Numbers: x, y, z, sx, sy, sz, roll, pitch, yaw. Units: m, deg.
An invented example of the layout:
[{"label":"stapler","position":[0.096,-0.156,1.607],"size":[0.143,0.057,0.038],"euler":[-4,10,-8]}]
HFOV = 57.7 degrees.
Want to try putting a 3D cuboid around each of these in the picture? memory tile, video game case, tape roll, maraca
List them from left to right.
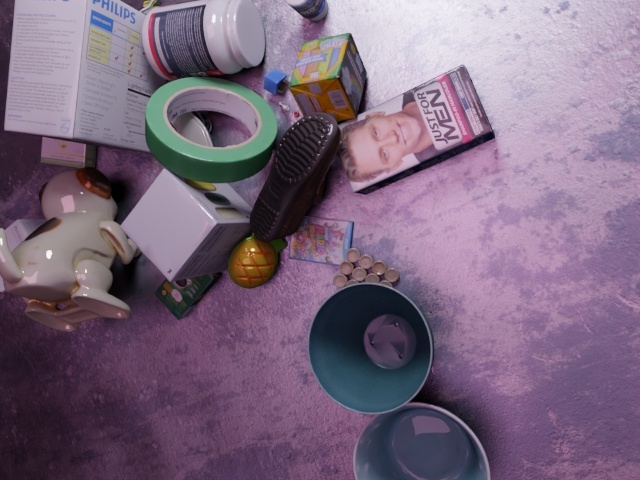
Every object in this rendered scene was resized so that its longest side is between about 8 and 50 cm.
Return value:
[{"label":"tape roll","position":[-0.270,-0.282,1.451],"size":[0.321,0.321,0.077],"euler":[36,139,15]},{"label":"maraca","position":[-0.167,0.041,1.536],"size":[0.127,0.099,0.185],"euler":[32,89,-24]},{"label":"video game case","position":[0.000,0.000,1.518],"size":[0.167,0.015,0.119],"euler":[8,95,19]},{"label":"memory tile","position":[0.116,0.093,1.474],"size":[0.148,0.012,0.113],"euler":[27,102,10]}]

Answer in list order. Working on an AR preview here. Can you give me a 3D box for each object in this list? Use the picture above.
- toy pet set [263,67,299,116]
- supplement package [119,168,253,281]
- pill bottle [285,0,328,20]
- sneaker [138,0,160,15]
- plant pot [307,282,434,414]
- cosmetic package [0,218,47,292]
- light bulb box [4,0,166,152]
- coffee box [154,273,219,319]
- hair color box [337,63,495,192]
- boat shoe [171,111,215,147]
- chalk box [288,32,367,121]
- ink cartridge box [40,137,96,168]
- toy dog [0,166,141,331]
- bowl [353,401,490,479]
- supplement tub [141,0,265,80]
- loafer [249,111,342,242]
[{"label":"toy pet set","position":[-0.083,-0.401,1.502],"size":[0.114,0.065,0.122],"euler":[35,103,15]},{"label":"supplement package","position":[-0.321,-0.043,1.499],"size":[0.199,0.263,0.198],"euler":[45,106,12]},{"label":"pill bottle","position":[-0.034,-0.597,1.437],"size":[0.078,0.137,0.078],"euler":[1,93,21]},{"label":"sneaker","position":[-0.492,-0.670,1.658],"size":[0.083,0.031,0.035],"euler":[-34,68,14]},{"label":"plant pot","position":[0.139,0.245,1.376],"size":[0.291,0.195,0.289],"euler":[-2,85,22]},{"label":"cosmetic package","position":[-0.885,0.043,1.763],"size":[0.184,0.151,0.151],"euler":[-35,82,18]},{"label":"light bulb box","position":[-0.597,-0.434,1.530],"size":[0.226,0.358,0.360],"euler":[9,95,17]},{"label":"coffee box","position":[-0.376,0.124,1.636],"size":[0.113,0.040,0.184],"euler":[45,112,11]},{"label":"hair color box","position":[0.215,-0.254,1.382],"size":[0.348,0.105,0.173],"euler":[-23,84,20]},{"label":"boat shoe","position":[-0.354,-0.307,1.597],"size":[0.095,0.079,0.254],"euler":[-45,76,18]},{"label":"chalk box","position":[0.025,-0.404,1.403],"size":[0.132,0.132,0.212],"euler":[-5,52,24]},{"label":"ink cartridge box","position":[-0.752,-0.341,1.752],"size":[0.171,0.056,0.234],"euler":[9,98,20]},{"label":"toy dog","position":[-0.693,-0.002,1.593],"size":[0.285,0.395,0.407],"euler":[-22,51,32]},{"label":"bowl","position":[0.246,0.514,1.375],"size":[0.312,0.163,0.311],"euler":[1,92,19]},{"label":"supplement tub","position":[-0.302,-0.524,1.508],"size":[0.273,0.191,0.190],"euler":[0,92,20]},{"label":"loafer","position":[-0.051,-0.154,1.439],"size":[0.133,0.130,0.365],"euler":[52,123,29]}]
